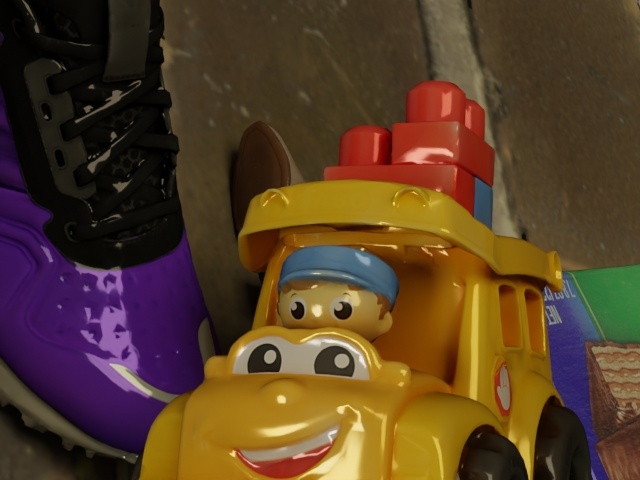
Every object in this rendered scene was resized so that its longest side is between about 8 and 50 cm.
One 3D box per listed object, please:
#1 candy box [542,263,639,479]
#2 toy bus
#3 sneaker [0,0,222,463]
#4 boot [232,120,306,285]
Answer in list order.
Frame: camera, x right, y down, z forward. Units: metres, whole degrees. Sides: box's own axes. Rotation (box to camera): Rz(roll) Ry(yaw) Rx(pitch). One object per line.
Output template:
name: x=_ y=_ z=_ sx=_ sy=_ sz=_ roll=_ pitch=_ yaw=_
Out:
candy box: x=0.198 y=0.174 z=0.774 sx=0.268 sy=0.122 sz=0.317 roll=-3 pitch=65 yaw=-46
toy bus: x=0.026 y=0.037 z=0.601 sx=0.220 sy=0.149 sz=0.212 roll=12 pitch=80 yaw=-67
sneaker: x=-0.110 y=-0.051 z=0.629 sx=0.102 sy=0.146 sz=0.293 roll=-18 pitch=75 yaw=-48
boot: x=0.000 y=0.000 z=0.784 sx=0.087 sy=0.042 sz=0.118 roll=21 pitch=50 yaw=-40
